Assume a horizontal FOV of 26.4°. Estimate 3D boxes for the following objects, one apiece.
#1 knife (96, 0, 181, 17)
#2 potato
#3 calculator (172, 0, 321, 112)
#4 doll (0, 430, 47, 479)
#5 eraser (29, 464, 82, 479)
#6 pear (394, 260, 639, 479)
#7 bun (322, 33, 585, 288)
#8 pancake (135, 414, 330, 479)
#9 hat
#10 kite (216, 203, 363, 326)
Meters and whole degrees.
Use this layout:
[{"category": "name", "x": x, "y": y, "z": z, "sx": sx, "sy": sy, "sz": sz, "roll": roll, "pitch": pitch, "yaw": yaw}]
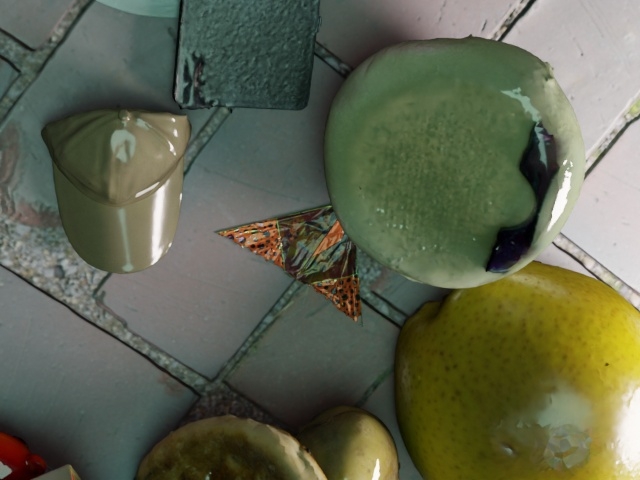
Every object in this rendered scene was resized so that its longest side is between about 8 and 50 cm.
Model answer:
[{"category": "knife", "x": -0.230, "y": -0.285, "z": 1.453, "sx": 0.260, "sy": 0.034, "sz": 0.063, "roll": 23, "pitch": 101, "yaw": -22}, {"category": "potato", "x": 0.022, "y": 0.336, "z": 1.637, "sx": 0.141, "sy": 0.191, "sz": 0.296, "roll": 8, "pitch": 106, "yaw": -12}, {"category": "calculator", "x": -0.075, "y": -0.266, "z": 1.489, "sx": 0.161, "sy": 0.021, "sz": 0.261, "roll": 2, "pitch": 109, "yaw": -18}, {"category": "doll", "x": -0.414, "y": 0.280, "z": 1.588, "sx": 0.217, "sy": 0.085, "sz": 0.183, "roll": -30, "pitch": 112, "yaw": 19}, {"category": "eraser", "x": -0.324, "y": 0.356, "z": 1.597, "sx": 0.157, "sy": 0.038, "sz": 0.230, "roll": -23, "pitch": 143, "yaw": -4}, {"category": "pear", "x": 0.268, "y": 0.221, "z": 1.626, "sx": 0.340, "sy": 0.191, "sz": 0.386, "roll": -43, "pitch": 103, "yaw": 11}, {"category": "bun", "x": 0.150, "y": -0.101, "z": 1.519, "sx": 0.293, "sy": 0.187, "sz": 0.293, "roll": 5, "pitch": 113, "yaw": 12}, {"category": "pancake", "x": -0.089, "y": 0.373, "z": 1.596, "sx": 0.065, "sy": 0.356, "sz": 0.356, "roll": -28, "pitch": 120, "yaw": -46}, {"category": "hat", "x": -0.216, "y": -0.052, "z": 1.492, "sx": 0.166, "sy": 0.144, "sz": 0.173, "roll": -5, "pitch": 88, "yaw": -8}, {"category": "kite", "x": 0.000, "y": 0.000, "z": 1.615, "sx": 0.222, "sy": 0.008, "sz": 0.125, "roll": 33, "pitch": 97, "yaw": -21}]
